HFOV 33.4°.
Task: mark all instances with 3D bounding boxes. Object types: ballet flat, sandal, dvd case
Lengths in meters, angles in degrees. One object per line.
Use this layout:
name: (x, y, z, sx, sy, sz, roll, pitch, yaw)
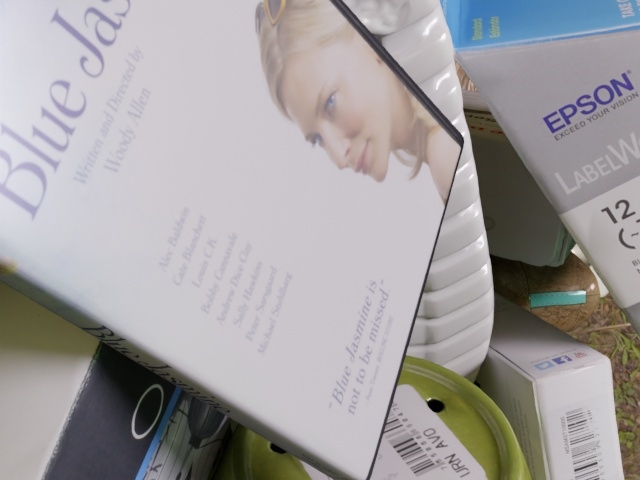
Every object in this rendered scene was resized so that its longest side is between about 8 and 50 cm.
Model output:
ballet flat: (0.212, 0.018, 0.992, 0.342, 0.124, 0.116, -36, 121, -76)
sandal: (0.015, -0.003, 0.628, 0.102, 0.169, 0.416, -114, -162, -47)
dvd case: (-0.032, -0.033, 0.413, 0.253, 0.022, 0.180, 40, 59, -41)

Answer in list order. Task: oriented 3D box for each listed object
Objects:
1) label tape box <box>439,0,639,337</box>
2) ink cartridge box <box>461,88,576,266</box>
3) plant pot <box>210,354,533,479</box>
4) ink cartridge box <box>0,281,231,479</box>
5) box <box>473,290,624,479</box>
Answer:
label tape box: (0.183, -0.106, 0.668, 0.348, 0.115, 0.249, 54, 24, -23)
ink cartridge box: (0.155, -0.062, 0.907, 0.219, 0.160, 0.093, -32, 132, -64)
plant pot: (0.026, 0.211, 0.585, 0.275, 0.274, 0.294, -54, 152, -46)
ink cartridge box: (-0.131, 0.174, 0.426, 0.165, 0.065, 0.333, 58, 51, -67)
box: (0.128, 0.153, 0.798, 0.322, 0.058, 0.232, -141, -142, -73)
